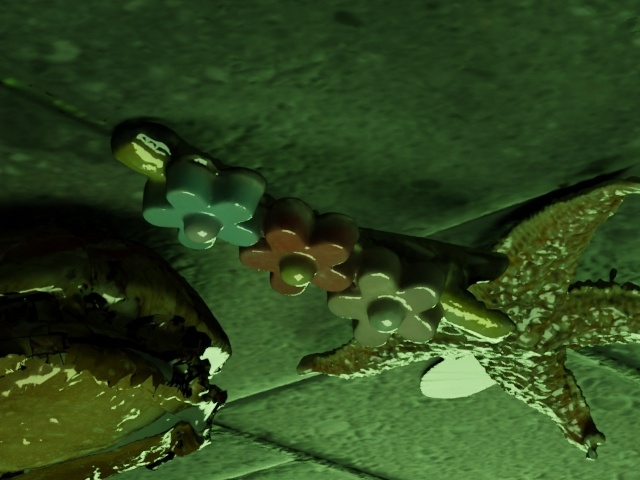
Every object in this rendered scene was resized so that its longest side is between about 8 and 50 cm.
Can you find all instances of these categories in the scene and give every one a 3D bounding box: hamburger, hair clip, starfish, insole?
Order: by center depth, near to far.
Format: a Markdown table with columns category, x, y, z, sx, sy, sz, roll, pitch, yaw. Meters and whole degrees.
| category | x | y | z | sx | sy | sz | roll | pitch | yaw |
| --- | --- | --- | --- | --- | --- | --- | --- | --- | --- |
| hair clip | 0.000 | 0.006 | 0.864 | 0.214 | 0.056 | 0.062 | 19 | 145 | -27 |
| hamburger | -0.158 | 0.065 | 0.960 | 0.231 | 0.107 | 0.231 | -3 | 153 | -2 |
| starfish | 0.119 | 0.041 | 1.005 | 0.231 | 0.048 | 0.295 | 21 | 145 | -21 |
| insole | 0.093 | 0.067 | 1.115 | 0.053 | 0.002 | 0.152 | 1 | 157 | -9 |
